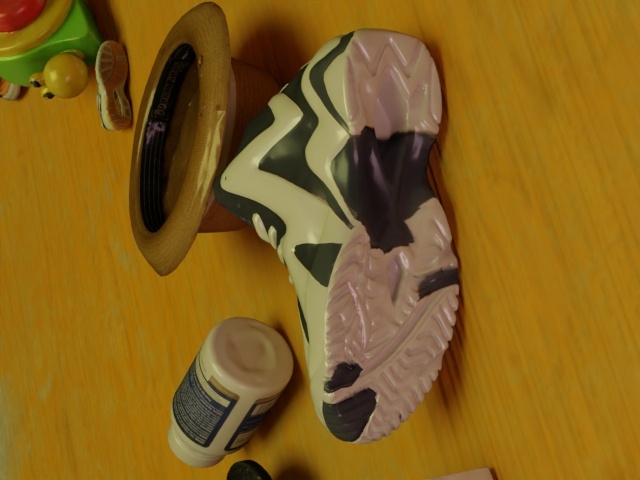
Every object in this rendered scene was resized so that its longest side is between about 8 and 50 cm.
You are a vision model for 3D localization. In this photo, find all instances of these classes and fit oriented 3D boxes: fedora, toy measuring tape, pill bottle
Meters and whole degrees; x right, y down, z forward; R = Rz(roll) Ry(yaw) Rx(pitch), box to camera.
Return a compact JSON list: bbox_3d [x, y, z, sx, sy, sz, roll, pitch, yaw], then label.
[{"bbox_3d":[-0.076,-0.068,0.796,0.194,0.079,0.194,-30,55,58],"label":"fedora"},{"bbox_3d":[-0.301,-0.254,1.107,0.121,0.121,0.330,-59,46,41],"label":"toy measuring tape"},{"bbox_3d":[-0.071,0.116,0.823,0.120,0.067,0.067,-58,46,42],"label":"pill bottle"}]

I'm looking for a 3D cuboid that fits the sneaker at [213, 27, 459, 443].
[{"bbox_3d":[0.000,0.000,0.680,0.153,0.094,0.234,-9,85,59],"label":"sneaker"}]

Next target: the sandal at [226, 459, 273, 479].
[{"bbox_3d":[-0.045,0.216,0.826,0.179,0.040,0.067,102,153,-47],"label":"sandal"}]

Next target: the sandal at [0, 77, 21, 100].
[{"bbox_3d":[-0.423,-0.231,1.343,0.265,0.076,0.101,28,116,54],"label":"sandal"}]

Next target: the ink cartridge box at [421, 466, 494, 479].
[{"bbox_3d":[0.061,0.210,0.600,0.092,0.090,0.143,-52,51,46],"label":"ink cartridge box"}]

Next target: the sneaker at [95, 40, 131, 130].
[{"bbox_3d":[-0.197,-0.142,1.036,0.037,0.032,0.083,-7,86,57],"label":"sneaker"}]
